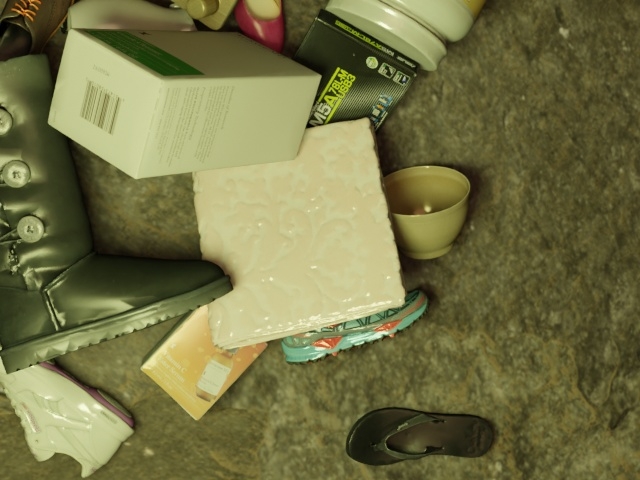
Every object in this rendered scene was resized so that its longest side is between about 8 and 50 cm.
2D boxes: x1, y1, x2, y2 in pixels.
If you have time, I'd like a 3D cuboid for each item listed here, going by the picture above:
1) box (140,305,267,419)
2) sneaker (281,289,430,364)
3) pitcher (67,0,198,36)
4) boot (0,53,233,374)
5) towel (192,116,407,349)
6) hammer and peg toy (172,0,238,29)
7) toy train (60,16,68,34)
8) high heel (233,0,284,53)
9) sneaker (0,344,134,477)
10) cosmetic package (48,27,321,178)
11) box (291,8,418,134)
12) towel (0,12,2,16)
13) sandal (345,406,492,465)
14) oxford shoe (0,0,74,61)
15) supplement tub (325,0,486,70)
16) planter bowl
[{"bbox_3d":[-0.192,0.185,1.887,0.130,0.091,0.170,43,88,-7],"label":"box"},{"bbox_3d":[0.053,0.116,1.907,0.262,0.104,0.125,-18,93,-6],"label":"sneaker"},{"bbox_3d":[-0.300,-0.356,1.837,0.207,0.125,0.177,-4,73,-17],"label":"pitcher"},{"bbox_3d":[-0.368,-0.067,1.720,0.367,0.146,0.445,-18,89,-10],"label":"boot"},{"bbox_3d":[-0.041,-0.015,1.824,0.317,0.053,0.331,-12,70,9],"label":"towel"},{"bbox_3d":[-0.238,-0.529,1.756,0.361,0.127,0.266,37,117,4],"label":"hammer and peg toy"},{"bbox_3d":[-0.420,-0.413,1.857,0.036,0.027,0.158,-6,95,4],"label":"toy train"},{"bbox_3d":[-0.091,-0.417,1.845,0.082,0.117,0.244,-9,92,-23],"label":"high heel"},{"bbox_3d":[-0.456,0.266,1.849,0.305,0.114,0.152,37,88,-7],"label":"sneaker"},{"bbox_3d":[-0.192,-0.208,1.691,0.197,0.365,0.155,30,115,27],"label":"cosmetic package"},{"bbox_3d":[0.034,-0.253,1.861,0.184,0.045,0.190,28,127,-10],"label":"box"},{"bbox_3d":[-0.491,-0.343,1.850,0.067,0.029,0.119,38,88,-10],"label":"towel"},{"bbox_3d":[0.169,0.333,1.957,0.254,0.054,0.097,-4,94,-7],"label":"sandal"},{"bbox_3d":[-0.447,-0.359,1.789,0.097,0.098,0.271,21,91,-11],"label":"oxford shoe"},{"bbox_3d":[0.174,-0.463,1.815,0.241,0.241,0.331,29,90,-8],"label":"supplement tub"},{"bbox_3d":[0.170,-0.038,1.896,0.162,0.162,0.109,-13,122,-6],"label":"planter bowl"}]
